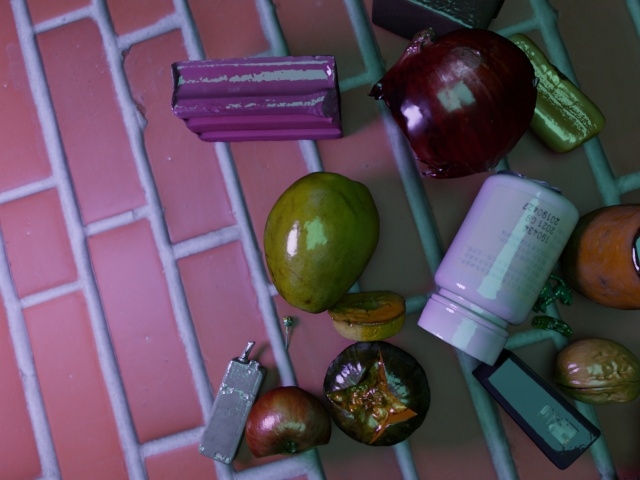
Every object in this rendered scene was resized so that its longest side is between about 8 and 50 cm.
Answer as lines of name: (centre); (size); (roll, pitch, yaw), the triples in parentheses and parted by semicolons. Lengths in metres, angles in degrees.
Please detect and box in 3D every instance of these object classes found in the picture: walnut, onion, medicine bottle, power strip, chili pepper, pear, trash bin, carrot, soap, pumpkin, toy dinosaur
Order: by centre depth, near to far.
carrot: (0.630, 0.032, 1.029); (0.224, 0.340, 0.224); (0, 86, 5)
onion: (0.290, -0.286, 1.083); (0.340, 0.341, 0.342); (0, 86, 6)
trash bin: (0.453, 0.347, 1.115); (0.115, 0.165, 0.225); (-44, 81, 2)
walnut: (0.595, 0.283, 1.117); (0.180, 0.144, 0.144); (-11, 85, 9)
medicine bottle: (0.377, 0.058, 1.117); (0.213, 0.213, 0.379); (29, 89, 7)
pear: (0.000, 0.000, 1.148); (0.252, 0.253, 0.307); (18, 99, 7)
pumpkin: (0.124, 0.337, 1.149); (0.237, 0.159, 0.238); (2, 97, 19)
toy dinosaur: (0.515, 0.109, 1.183); (0.096, 0.059, 0.132); (-36, 89, -10)
soap: (-0.132, -0.314, 1.185); (0.359, 0.233, 0.128); (0, 84, 5)
chili pepper: (0.533, 0.195, 1.186); (0.091, 0.034, 0.030); (16, 121, 6)
power strip: (-0.201, 0.379, 1.229); (0.093, 0.053, 0.288); (20, 88, 8)

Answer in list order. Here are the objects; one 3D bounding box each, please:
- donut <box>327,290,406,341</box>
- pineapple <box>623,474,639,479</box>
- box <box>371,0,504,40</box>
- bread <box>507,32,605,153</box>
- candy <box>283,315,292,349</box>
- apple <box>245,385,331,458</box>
donut: (0.107, 0.172, 1.169); (0.178, 0.162, 0.066); (-4, 110, 14)
pineapple: (0.751, 0.467, 1.064); (0.262, 0.262, 0.272); (13, 74, 6)
box: (0.269, -0.545, 1.188); (0.273, 0.184, 0.143); (27, 90, 6)
bread: (0.505, -0.334, 1.193); (0.142, 0.091, 0.305); (-42, 83, 9)
candy: (-0.082, 0.223, 1.246); (0.023, 0.025, 0.083); (4, 93, -12)
apple: (-0.074, 0.410, 1.155); (0.195, 0.173, 0.160); (-15, 87, 1)
